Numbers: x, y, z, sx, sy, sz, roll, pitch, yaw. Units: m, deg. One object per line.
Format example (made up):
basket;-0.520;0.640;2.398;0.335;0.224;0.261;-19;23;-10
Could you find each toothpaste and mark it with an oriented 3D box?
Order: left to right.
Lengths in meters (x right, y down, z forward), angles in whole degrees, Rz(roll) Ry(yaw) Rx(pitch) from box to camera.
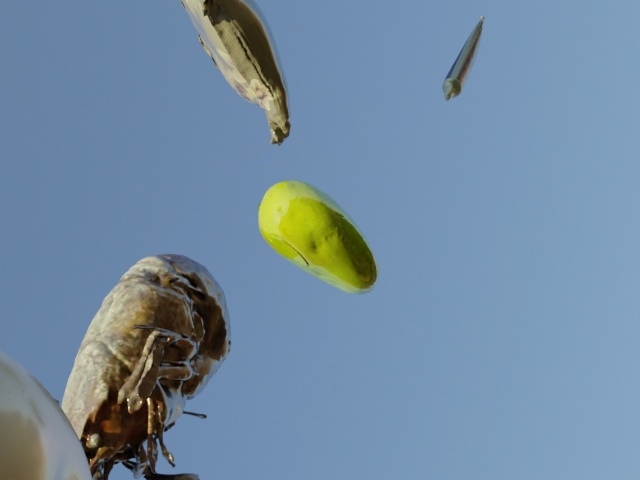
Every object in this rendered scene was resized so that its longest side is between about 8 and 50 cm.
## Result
toothpaste;0.149;-0.184;1.203;0.140;0.021;0.037;-61;-13;-45

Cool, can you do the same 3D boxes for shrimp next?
shrimp;-0.170;0.153;1.022;0.145;0.117;0.343;63;-141;-37

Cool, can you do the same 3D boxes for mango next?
mango;0.000;0.000;0.860;0.108;0.073;0.056;43;-99;-8

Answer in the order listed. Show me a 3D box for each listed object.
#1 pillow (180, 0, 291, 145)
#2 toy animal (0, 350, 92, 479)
pillow;-0.083;-0.194;1.039;0.059;0.255;0.169;-28;-59;-4
toy animal;-0.275;0.141;0.646;0.310;0.251;0.251;37;-101;-47
